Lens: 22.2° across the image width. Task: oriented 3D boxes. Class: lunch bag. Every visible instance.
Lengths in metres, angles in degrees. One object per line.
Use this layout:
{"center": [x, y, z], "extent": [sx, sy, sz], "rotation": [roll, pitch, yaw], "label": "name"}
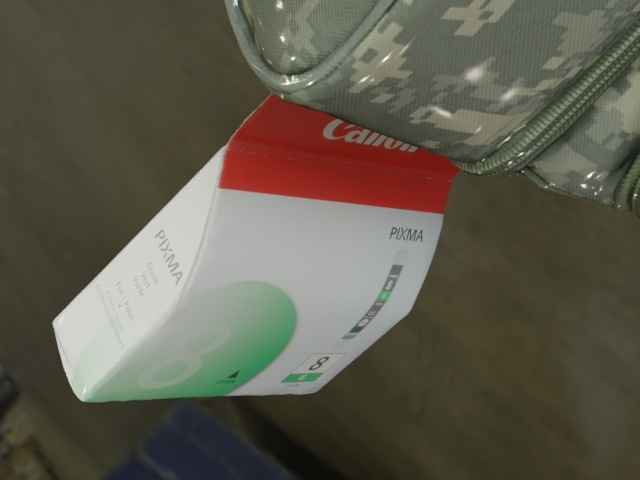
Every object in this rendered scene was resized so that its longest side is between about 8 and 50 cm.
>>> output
{"center": [0.140, -0.156, 0.525], "extent": [0.256, 0.305, 0.212], "rotation": [17, -142, -34], "label": "lunch bag"}

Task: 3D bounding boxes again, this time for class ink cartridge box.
{"center": [0.000, 0.000, 0.812], "extent": [0.181, 0.225, 0.056], "rotation": [5, -128, -50], "label": "ink cartridge box"}
